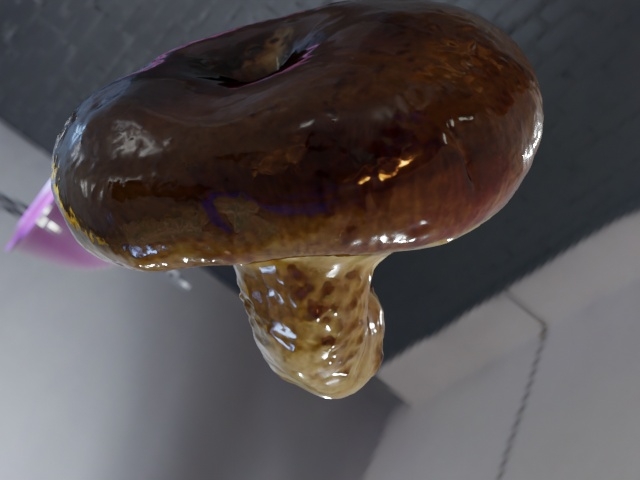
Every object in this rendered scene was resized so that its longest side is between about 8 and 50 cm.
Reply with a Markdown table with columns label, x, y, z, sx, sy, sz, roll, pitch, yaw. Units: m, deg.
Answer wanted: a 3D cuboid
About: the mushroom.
| label | x | y | z | sx | sy | sz | roll | pitch | yaw |
| --- | --- | --- | --- | --- | --- | --- | --- | --- | --- |
| mushroom | 0.007 | -0.034 | 0.769 | 0.267 | 0.254 | 0.267 | -39 | -166 | 12 |
